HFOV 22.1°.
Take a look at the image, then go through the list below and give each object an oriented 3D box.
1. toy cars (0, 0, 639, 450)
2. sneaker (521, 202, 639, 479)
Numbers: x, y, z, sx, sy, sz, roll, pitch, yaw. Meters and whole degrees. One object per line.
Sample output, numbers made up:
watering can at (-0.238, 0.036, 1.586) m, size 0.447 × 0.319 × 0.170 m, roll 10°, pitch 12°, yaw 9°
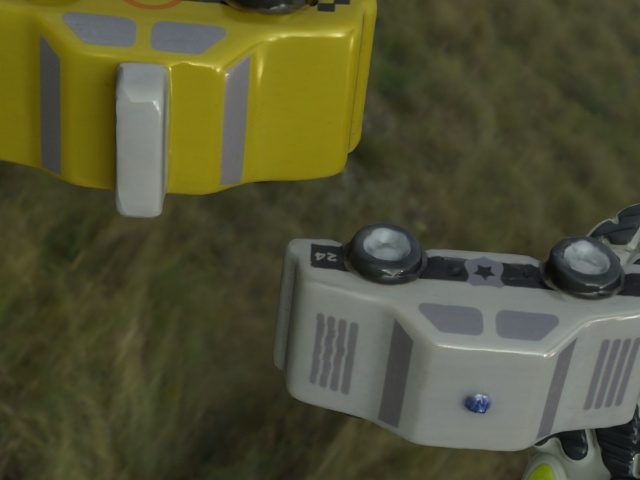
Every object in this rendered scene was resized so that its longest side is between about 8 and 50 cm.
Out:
toy cars at (0.000, 0.000, 0.718) m, size 0.393 × 0.176 × 0.087 m, roll 39°, pitch 30°, yaw -27°
sneaker at (0.159, 0.113, 0.889) m, size 0.107 × 0.275 × 0.110 m, roll 14°, pitch 3°, yaw 21°
